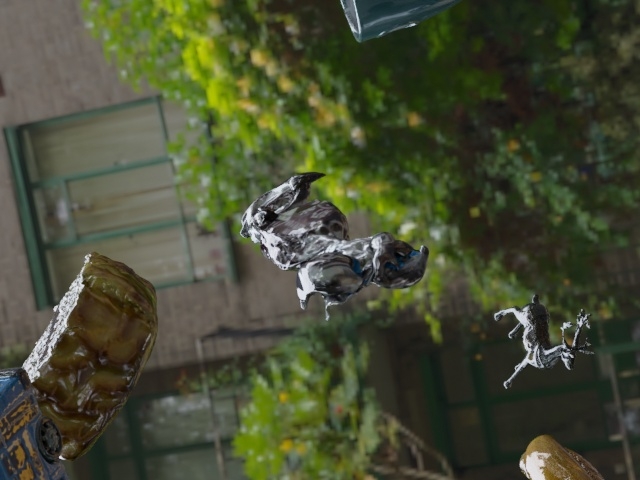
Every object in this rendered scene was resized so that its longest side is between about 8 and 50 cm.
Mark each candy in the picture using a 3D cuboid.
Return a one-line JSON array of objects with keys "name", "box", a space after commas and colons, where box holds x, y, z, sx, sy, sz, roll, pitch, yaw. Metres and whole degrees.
[{"name": "candy", "box": [0.000, 0.000, 0.896, 0.226, 0.094, 0.051, 32, 147, 62]}]

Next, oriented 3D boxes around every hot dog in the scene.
[{"name": "hot dog", "box": [0.239, 0.238, 1.255, 0.090, 0.060, 0.140, 39, -171, -35]}]

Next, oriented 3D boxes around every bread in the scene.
[{"name": "bread", "box": [-0.228, 0.108, 1.241, 0.181, 0.096, 0.222, -58, 12, 6]}]

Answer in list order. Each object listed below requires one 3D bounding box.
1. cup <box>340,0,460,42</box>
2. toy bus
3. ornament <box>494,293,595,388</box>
[{"name": "cup", "box": [0.098, -0.304, 1.281, 0.300, 0.173, 0.168, -116, 10, -84]}, {"name": "toy bus", "box": [-0.231, 0.196, 0.917, 0.106, 0.090, 0.185, -50, -58, -69]}, {"name": "ornament", "box": [0.193, 0.079, 1.086, 0.125, 0.028, 0.073, 142, 127, -60]}]
